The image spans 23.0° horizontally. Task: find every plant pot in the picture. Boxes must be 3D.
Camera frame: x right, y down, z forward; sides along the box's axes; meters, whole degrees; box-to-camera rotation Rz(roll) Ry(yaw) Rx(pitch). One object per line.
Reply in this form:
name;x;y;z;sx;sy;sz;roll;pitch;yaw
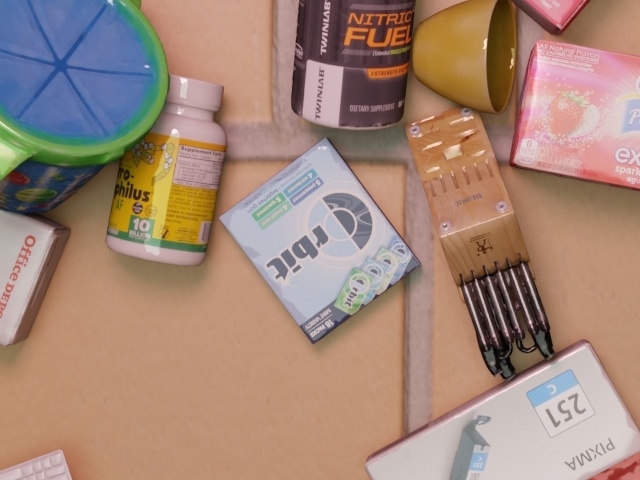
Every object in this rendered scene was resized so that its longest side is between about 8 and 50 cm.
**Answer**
plant pot;0.158;-0.210;1.767;0.095;0.134;0.134;4;93;21

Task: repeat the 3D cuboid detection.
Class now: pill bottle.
pill bottle;0.039;-0.255;1.736;0.130;0.130;0.246;6;110;5
pill bottle;-0.171;-0.083;1.799;0.117;0.117;0.208;12;94;4

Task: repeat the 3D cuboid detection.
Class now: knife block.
knife block;0.188;0.013;1.800;0.088;0.242;0.276;-18;46;5

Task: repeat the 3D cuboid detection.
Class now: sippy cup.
sippy cup;-0.312;-0.145;1.734;0.305;0.224;0.240;-17;73;-33

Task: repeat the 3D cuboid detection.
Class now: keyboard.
keyboard;-0.406;0.319;1.828;0.256;0.014;0.072;-20;89;4

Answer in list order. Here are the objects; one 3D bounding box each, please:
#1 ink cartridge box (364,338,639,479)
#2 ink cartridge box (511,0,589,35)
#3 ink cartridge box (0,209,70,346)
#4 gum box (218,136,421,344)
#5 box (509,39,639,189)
ink cartridge box;0.240;0.296;1.806;0.296;0.066;0.261;-30;89;6
ink cartridge box;0.279;-0.401;1.744;0.207;0.117;0.283;41;96;2
ink cartridge box;-0.418;0.015;1.840;0.208;0.087;0.153;24;94;4
gum box;0.000;0.000;1.826;0.157;0.041;0.184;-37;88;5
box;0.367;-0.123;1.732;0.300;0.154;0.142;11;94;5
